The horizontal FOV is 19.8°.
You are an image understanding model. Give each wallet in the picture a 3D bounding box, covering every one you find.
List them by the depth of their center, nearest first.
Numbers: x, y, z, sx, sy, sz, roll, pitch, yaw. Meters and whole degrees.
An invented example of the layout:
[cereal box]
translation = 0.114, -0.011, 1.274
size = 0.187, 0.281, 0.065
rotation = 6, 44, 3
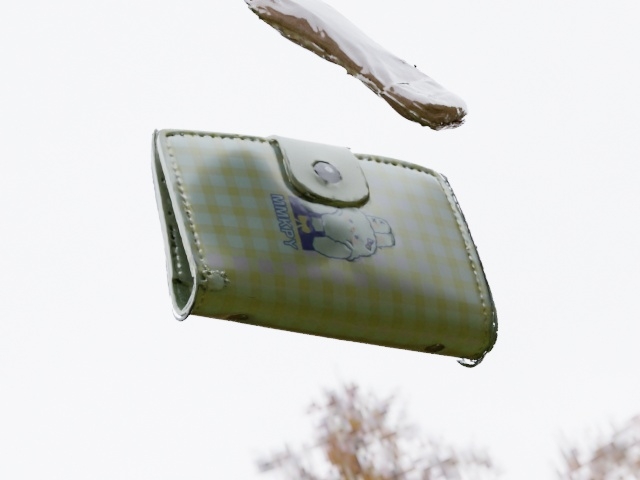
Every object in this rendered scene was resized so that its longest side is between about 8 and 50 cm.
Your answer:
[wallet]
translation = 0.000, 0.000, 1.636
size = 0.310, 0.223, 0.077
rotation = 12, -42, -30

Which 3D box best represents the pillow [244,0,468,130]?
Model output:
[pillow]
translation = 0.033, -0.159, 1.592
size = 0.034, 0.211, 0.135
rotation = -59, -18, 16
